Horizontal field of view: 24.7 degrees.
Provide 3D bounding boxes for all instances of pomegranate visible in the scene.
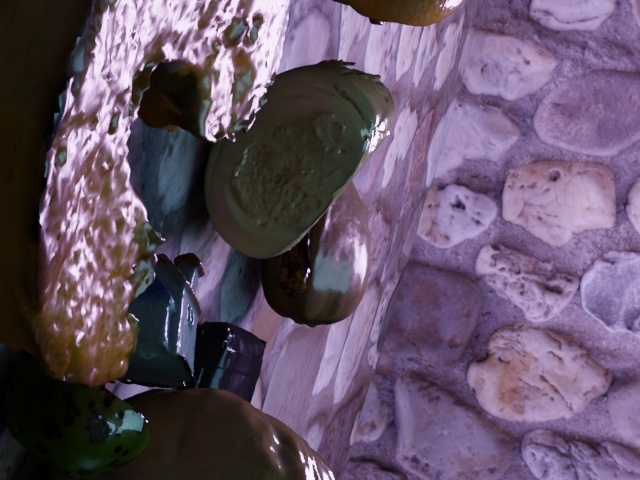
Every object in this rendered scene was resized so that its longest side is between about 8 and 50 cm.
[{"bbox_3d":[-0.239,0.143,1.377,0.143,0.122,0.169,-23,-98,68],"label":"pomegranate"}]

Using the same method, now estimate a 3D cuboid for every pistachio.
[{"bbox_3d":[0.000,0.000,2.175,0.212,0.163,0.260,116,-17,-71],"label":"pistachio"}]

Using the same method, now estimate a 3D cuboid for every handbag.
[{"bbox_3d":[-0.140,0.229,2.039,0.247,0.080,0.223,43,64,-78],"label":"handbag"}]

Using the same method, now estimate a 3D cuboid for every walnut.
[{"bbox_3d":[-0.151,0.339,1.557,0.381,0.381,0.381,17,90,-78],"label":"walnut"}]

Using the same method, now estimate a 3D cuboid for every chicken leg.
[{"bbox_3d":[-0.016,-0.095,2.038,0.158,0.096,0.407,57,33,-34],"label":"chicken leg"}]

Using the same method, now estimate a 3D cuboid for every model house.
[{"bbox_3d":[-0.181,0.069,1.571,0.148,0.120,0.148,81,18,-63],"label":"model house"}]

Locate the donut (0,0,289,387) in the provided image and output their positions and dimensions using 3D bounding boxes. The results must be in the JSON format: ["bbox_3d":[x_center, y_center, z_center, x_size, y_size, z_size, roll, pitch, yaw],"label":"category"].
[{"bbox_3d":[-0.180,-0.125,1.145,0.377,0.164,0.435,88,24,-55],"label":"donut"}]

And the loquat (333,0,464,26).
[{"bbox_3d":[0.105,-0.390,1.948,0.244,0.244,0.243,17,90,-78],"label":"loquat"}]

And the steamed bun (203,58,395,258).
[{"bbox_3d":[-0.038,-0.111,1.801,0.273,0.166,0.232,-49,-176,20],"label":"steamed bun"}]
